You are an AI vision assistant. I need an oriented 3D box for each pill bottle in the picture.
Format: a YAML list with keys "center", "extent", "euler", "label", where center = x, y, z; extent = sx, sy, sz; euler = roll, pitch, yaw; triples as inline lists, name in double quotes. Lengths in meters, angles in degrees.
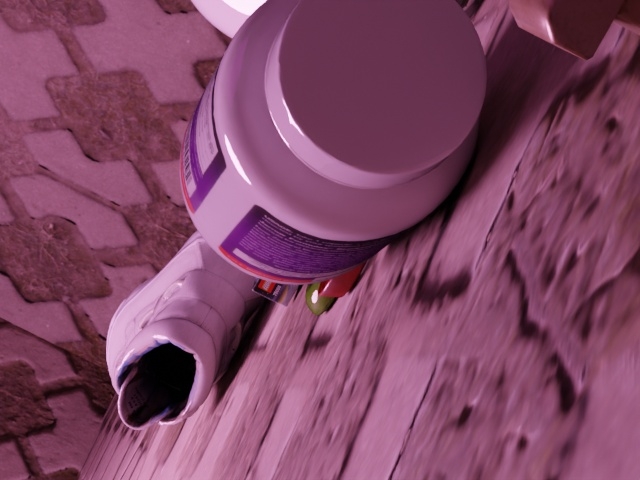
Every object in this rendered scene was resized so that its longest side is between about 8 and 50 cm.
- center: [0.004, -0.047, 0.755]
  extent: [0.108, 0.108, 0.193]
  euler: [-64, 6, -13]
  label: "pill bottle"

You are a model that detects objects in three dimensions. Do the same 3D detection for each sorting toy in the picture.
- center: [0.000, 0.000, 0.918]
  extent: [0.061, 0.042, 0.102]
  euler: [-64, 5, -12]
  label: "sorting toy"

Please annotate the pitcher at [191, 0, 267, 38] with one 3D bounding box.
- center: [0.002, -0.198, 1.221]
  extent: [0.178, 0.125, 0.207]
  euler: [-48, 44, 1]
  label: "pitcher"

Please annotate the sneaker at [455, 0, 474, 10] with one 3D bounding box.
- center: [0.085, -0.238, 0.984]
  extent: [0.330, 0.129, 0.147]
  euler: [-62, -12, 16]
  label: "sneaker"

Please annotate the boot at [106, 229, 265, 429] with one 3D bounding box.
- center: [-0.122, 0.090, 1.347]
  extent: [0.123, 0.095, 0.258]
  euler: [-59, 3, -37]
  label: "boot"

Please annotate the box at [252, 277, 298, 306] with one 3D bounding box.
- center: [0.004, -0.037, 1.132]
  extent: [0.137, 0.027, 0.094]
  euler: [-60, 6, 27]
  label: "box"

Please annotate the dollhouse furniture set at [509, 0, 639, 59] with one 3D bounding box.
- center: [0.086, -0.154, 0.157]
  extent: [0.303, 0.173, 0.355]
  euler: [-63, 5, 9]
  label: "dollhouse furniture set"
